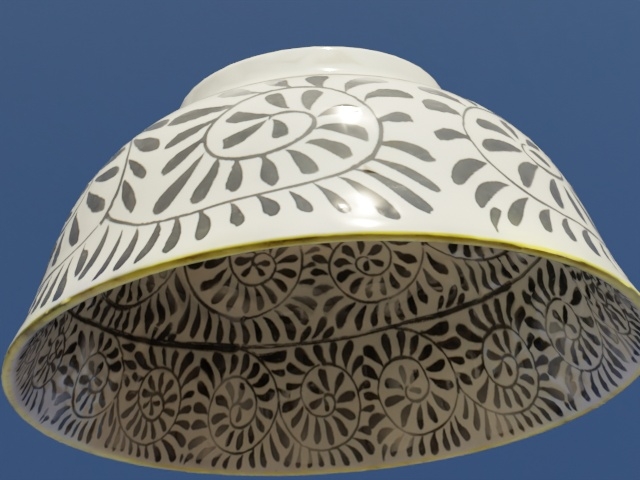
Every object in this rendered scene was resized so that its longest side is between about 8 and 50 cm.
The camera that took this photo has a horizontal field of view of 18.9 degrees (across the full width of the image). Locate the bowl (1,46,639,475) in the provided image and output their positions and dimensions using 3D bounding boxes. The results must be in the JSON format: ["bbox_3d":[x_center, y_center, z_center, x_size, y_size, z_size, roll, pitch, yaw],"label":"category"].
[{"bbox_3d":[0.000,0.000,0.513,0.170,0.170,0.080,2,-114,-14],"label":"bowl"}]
